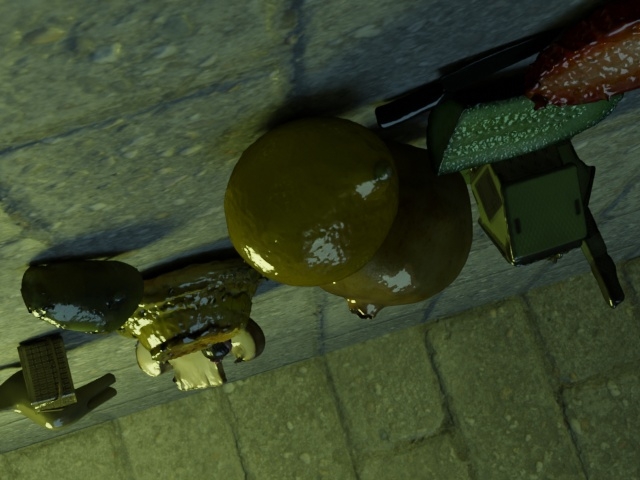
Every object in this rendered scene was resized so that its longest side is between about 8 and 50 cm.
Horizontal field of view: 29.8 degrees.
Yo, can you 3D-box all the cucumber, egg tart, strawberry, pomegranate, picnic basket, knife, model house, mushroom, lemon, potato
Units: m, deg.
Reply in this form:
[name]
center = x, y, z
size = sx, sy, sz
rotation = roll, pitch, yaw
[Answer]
[cucumber]
center = 0.248, -0.159, 1.452
size = 0.244, 0.063, 0.115
rotation = -12, 143, -17
[egg tart]
center = -0.212, 0.117, 1.946
size = 0.294, 0.123, 0.294
rotation = -16, 170, -3
[strawberry]
center = 0.301, -0.210, 1.294
size = 0.188, 0.082, 0.121
rotation = -19, 145, 33
[pomegranate]
center = 0.079, -0.021, 1.518
size = 0.233, 0.233, 0.233
rotation = -17, 169, -3
[picnic basket]
center = -0.485, 0.241, 2.141
size = 0.079, 0.115, 0.164
rotation = -13, 168, -13
[knife]
center = 0.163, -0.183, 1.329
size = 0.230, 0.028, 0.060
rotation = -24, 165, 14
[model house]
center = 0.315, -0.016, 1.722
size = 0.218, 0.278, 0.205
rotation = -17, 167, -11
[mushroom]
center = -0.205, 0.189, 2.278
size = 0.286, 0.156, 0.151
rotation = -11, -174, 33
[lemon]
center = -0.008, -0.044, 1.330
size = 0.187, 0.187, 0.244
rotation = -7, 160, -43
[potato]
center = -0.322, 0.073, 1.635
size = 0.188, 0.105, 0.085
rotation = 12, 169, -44

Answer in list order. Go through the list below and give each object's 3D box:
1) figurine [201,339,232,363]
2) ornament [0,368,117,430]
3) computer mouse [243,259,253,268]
[figurine]
center = -0.198, 0.153, 2.120
size = 0.054, 0.129, 0.072
rotation = -15, 169, -33
[ornament]
center = -0.552, 0.293, 2.282
size = 0.230, 0.061, 0.245
rotation = 20, -148, 30
[computer mouse]
center = 0.000, 0.000, 1.820
size = 0.242, 0.077, 0.146
rotation = -13, 168, -7
